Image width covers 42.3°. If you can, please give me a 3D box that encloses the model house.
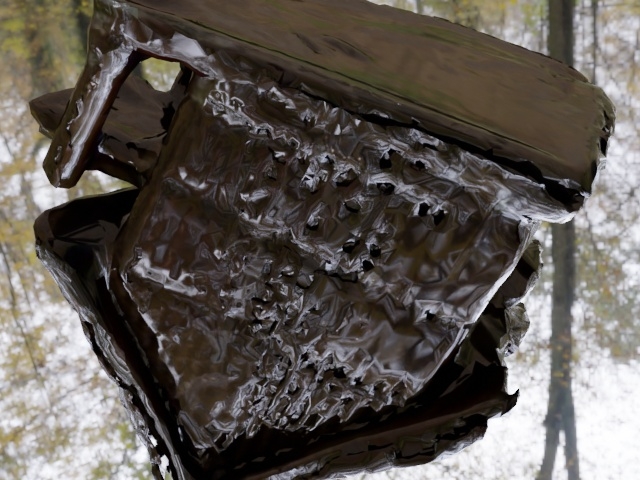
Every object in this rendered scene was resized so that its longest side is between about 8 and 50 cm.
[{"bbox_3d":[0.000,0.000,0.534,0.297,0.282,0.317,27,-152,7],"label":"model house"}]
